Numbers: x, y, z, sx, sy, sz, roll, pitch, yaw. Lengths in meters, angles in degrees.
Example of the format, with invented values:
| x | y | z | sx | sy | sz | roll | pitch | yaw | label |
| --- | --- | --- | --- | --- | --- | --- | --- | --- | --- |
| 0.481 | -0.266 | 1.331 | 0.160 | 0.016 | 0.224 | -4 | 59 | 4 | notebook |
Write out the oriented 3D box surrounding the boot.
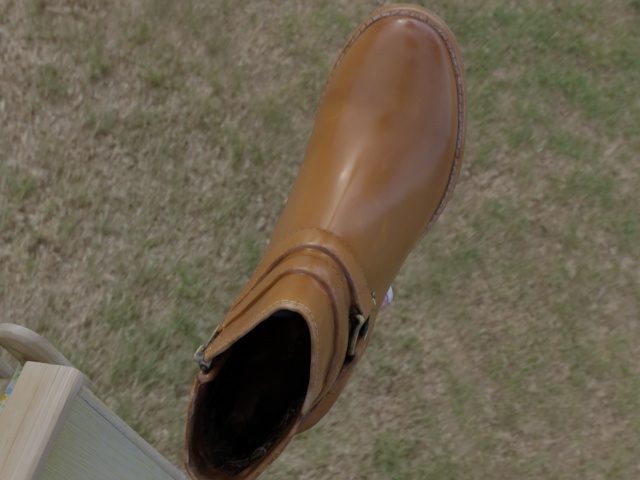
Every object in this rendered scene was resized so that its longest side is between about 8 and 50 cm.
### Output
| x | y | z | sx | sy | sz | roll | pitch | yaw | label |
| --- | --- | --- | --- | --- | --- | --- | --- | --- | --- |
| 0.000 | 0.000 | 0.632 | 0.109 | 0.220 | 0.283 | 27 | 109 | 7 | boot |

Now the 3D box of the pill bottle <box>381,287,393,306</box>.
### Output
| x | y | z | sx | sy | sz | roll | pitch | yaw | label |
| --- | --- | --- | --- | --- | --- | --- | --- | --- | --- |
| 0.025 | 0.059 | 1.006 | 0.083 | 0.043 | 0.043 | -30 | 84 | -16 | pill bottle |

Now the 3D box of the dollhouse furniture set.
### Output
| x | y | z | sx | sy | sz | roll | pitch | yaw | label |
| --- | --- | --- | --- | --- | --- | --- | --- | --- | --- |
| -0.388 | 0.252 | 1.141 | 0.394 | 0.256 | 0.362 | 4 | 57 | 26 | dollhouse furniture set |
